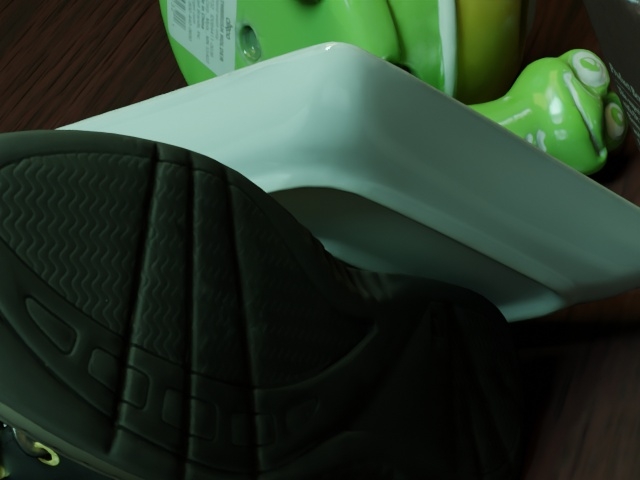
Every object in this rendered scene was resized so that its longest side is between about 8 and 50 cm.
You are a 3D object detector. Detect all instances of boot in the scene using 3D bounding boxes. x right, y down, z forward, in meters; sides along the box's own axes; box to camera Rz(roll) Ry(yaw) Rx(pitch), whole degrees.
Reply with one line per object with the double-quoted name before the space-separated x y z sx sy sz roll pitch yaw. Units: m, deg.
"boot" -0.110 0.062 0.764 0.284 0.377 0.138 -9 74 37

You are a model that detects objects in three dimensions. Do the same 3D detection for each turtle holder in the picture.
"turtle holder" 0.036 -0.152 1.063 0.227 0.243 0.320 -22 15 -29

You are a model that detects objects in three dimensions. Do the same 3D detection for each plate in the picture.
"plate" 0.000 0.000 0.823 0.277 0.278 0.045 -13 63 41

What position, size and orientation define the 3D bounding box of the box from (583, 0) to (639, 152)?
"box" 0.247 -0.072 0.791 0.167 0.203 0.168 -26 29 1
